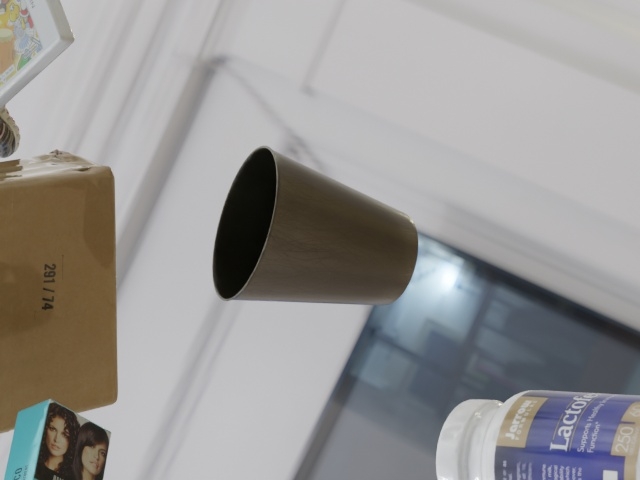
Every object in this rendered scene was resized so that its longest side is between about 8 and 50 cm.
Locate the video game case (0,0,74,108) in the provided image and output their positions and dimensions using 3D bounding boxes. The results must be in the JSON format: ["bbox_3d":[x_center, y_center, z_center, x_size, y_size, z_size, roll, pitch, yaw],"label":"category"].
[{"bbox_3d":[-0.383,-0.254,1.783,0.227,0.206,0.026,-34,-19,36],"label":"video game case"}]

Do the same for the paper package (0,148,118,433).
[{"bbox_3d":[-0.423,0.067,2.008,0.309,0.168,0.325,-10,-74,-40],"label":"paper package"}]

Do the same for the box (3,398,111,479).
[{"bbox_3d":[-0.308,0.311,1.778,0.100,0.060,0.244,35,-134,-36],"label":"box"}]

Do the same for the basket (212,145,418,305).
[{"bbox_3d":[0.000,0.000,2.049,0.226,0.154,0.204,13,-80,-28],"label":"basket"}]

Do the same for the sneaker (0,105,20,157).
[{"bbox_3d":[-0.462,-0.158,2.149,0.075,0.063,0.170,-53,-20,-23],"label":"sneaker"}]

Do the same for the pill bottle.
[{"bbox_3d":[0.260,0.232,1.620,0.153,0.264,0.153,2,-93,-50],"label":"pill bottle"}]
